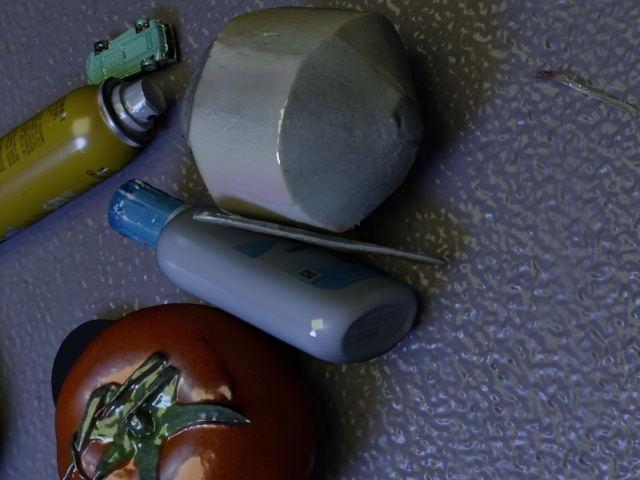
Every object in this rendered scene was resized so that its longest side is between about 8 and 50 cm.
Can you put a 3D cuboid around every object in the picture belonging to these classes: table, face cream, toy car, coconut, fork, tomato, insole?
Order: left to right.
[{"bbox_3d":[-0.318,-0.084,1.525,0.348,0.105,0.105,-29,70,24],"label":"face cream"},{"bbox_3d":[-0.233,0.153,1.478,0.133,0.043,0.134,-5,80,30],"label":"table"},{"bbox_3d":[-0.218,-0.207,1.523,0.122,0.035,0.059,-21,73,36],"label":"toy car"},{"bbox_3d":[-0.130,0.190,1.306,0.255,0.224,0.256,-7,74,27],"label":"tomato"},{"bbox_3d":[-0.074,0.022,1.334,0.336,0.163,0.080,25,110,31],"label":"face cream"},{"bbox_3d":[-0.008,-0.114,1.279,0.241,0.241,0.241,-4,81,30],"label":"coconut"},{"bbox_3d":[0.000,0.000,1.272,0.247,0.081,0.011,11,87,-12],"label":"insole"},{"bbox_3d":[0.248,-0.139,1.249,0.115,0.012,0.016,28,60,30],"label":"fork"}]
